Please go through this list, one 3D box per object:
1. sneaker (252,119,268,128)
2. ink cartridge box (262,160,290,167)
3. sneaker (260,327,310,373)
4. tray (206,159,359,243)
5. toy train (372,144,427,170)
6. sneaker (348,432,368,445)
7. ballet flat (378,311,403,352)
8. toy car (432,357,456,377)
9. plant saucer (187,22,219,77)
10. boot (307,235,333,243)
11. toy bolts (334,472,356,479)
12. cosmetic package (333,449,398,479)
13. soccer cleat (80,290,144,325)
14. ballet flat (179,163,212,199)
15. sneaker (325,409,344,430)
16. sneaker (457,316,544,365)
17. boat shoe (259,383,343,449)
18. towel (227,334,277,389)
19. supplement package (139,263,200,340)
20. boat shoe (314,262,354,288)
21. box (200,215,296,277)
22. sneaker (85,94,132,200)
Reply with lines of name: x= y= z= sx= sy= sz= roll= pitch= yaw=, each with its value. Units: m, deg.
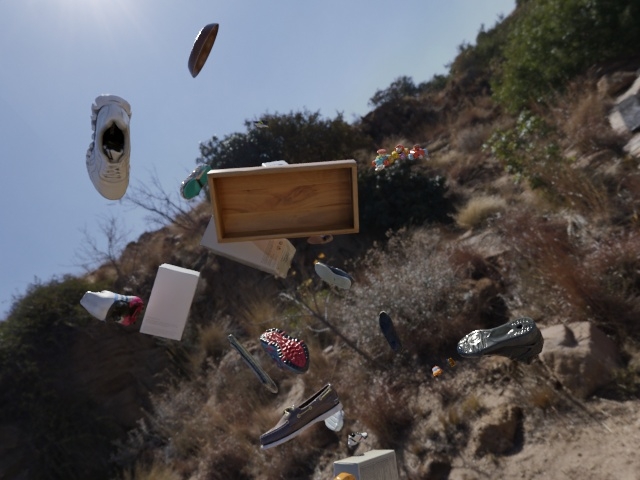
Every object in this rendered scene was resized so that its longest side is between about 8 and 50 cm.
sneaker: x=-0.277 y=-0.548 z=1.884 sx=0.031 sy=0.083 sz=0.035 roll=34 pitch=-105 yaw=-77
ink cartridge box: x=-0.204 y=-0.271 z=2.040 sx=0.131 sy=0.227 sz=0.306 roll=-10 pitch=20 yaw=-12
sneaker: x=-0.110 y=0.409 z=1.435 sx=0.104 sy=0.125 sz=0.261 roll=-31 pitch=30 yaw=-25
tray: x=-0.100 y=-0.113 z=1.161 sx=0.409 sy=0.203 sz=0.076 roll=-5 pitch=18 yaw=-2
toy train: x=0.243 y=-0.271 z=1.268 sx=0.166 sy=0.046 sz=0.125 roll=-17 pitch=21 yaw=1
sneaker: x=0.176 y=0.909 z=1.863 sx=0.109 sy=0.044 sz=0.040 roll=-4 pitch=-1 yaw=-35
ballet flat: x=0.280 y=0.368 z=1.617 sx=0.057 sy=0.173 sz=0.049 roll=-27 pitch=-12 yaw=20
toy car: x=0.495 y=0.503 z=1.610 sx=0.060 sy=0.041 sz=0.122 roll=8 pitch=-47 yaw=-47
plant saucer: x=-0.343 y=-0.554 z=1.166 sx=0.169 sy=0.029 sz=0.169 roll=-55 pitch=18 yaw=28
boot: x=0.000 y=0.000 z=1.841 sx=0.118 sy=0.042 sz=0.087 roll=-10 pitch=-13 yaw=-1
toy bolts: x=0.060 y=0.802 z=1.134 sx=0.158 sy=0.228 sz=0.219 roll=10 pitch=78 yaw=46
cosmetic package: x=0.184 y=0.922 z=1.565 sx=0.113 sy=0.161 sz=0.309 roll=-17 pitch=-26 yaw=31
soccer cleat: x=-0.764 y=0.238 z=1.495 sx=0.116 sy=0.143 sz=0.331 roll=-64 pitch=1 yaw=-16
ballet flat: x=-0.554 y=-0.251 z=1.753 sx=0.241 sy=0.077 sz=0.091 roll=-63 pitch=-33 yaw=-48
sneaker: x=0.067 y=0.783 z=1.824 sx=0.094 sy=0.091 sz=0.258 roll=-69 pitch=15 yaw=-3
sneaker: x=0.501 y=0.299 z=1.111 sx=0.227 sy=0.130 sz=0.087 roll=-29 pitch=24 yaw=31
boat shoe: x=-0.075 y=0.625 z=1.433 sx=0.324 sy=0.097 sz=0.116 roll=-21 pitch=-12 yaw=-23
towel: x=-0.353 y=0.643 z=2.072 sx=0.056 sy=0.324 sz=0.312 roll=-39 pitch=-23 yaw=-14
supplement package: x=-0.668 y=0.270 z=1.810 sx=0.177 sy=0.175 sz=0.294 roll=-175 pitch=101 yaw=-76
boat shoe: x=0.074 y=0.184 z=2.159 sx=0.079 sy=0.232 sz=0.084 roll=-30 pitch=-41 yaw=-54
box: x=-0.263 y=0.024 z=1.481 sx=0.148 sy=0.310 sz=0.121 roll=62 pitch=-132 yaw=-72
sneaker: x=-0.537 y=-0.214 z=1.032 sx=0.109 sy=0.118 sz=0.292 roll=-6 pitch=-45 yaw=-31
